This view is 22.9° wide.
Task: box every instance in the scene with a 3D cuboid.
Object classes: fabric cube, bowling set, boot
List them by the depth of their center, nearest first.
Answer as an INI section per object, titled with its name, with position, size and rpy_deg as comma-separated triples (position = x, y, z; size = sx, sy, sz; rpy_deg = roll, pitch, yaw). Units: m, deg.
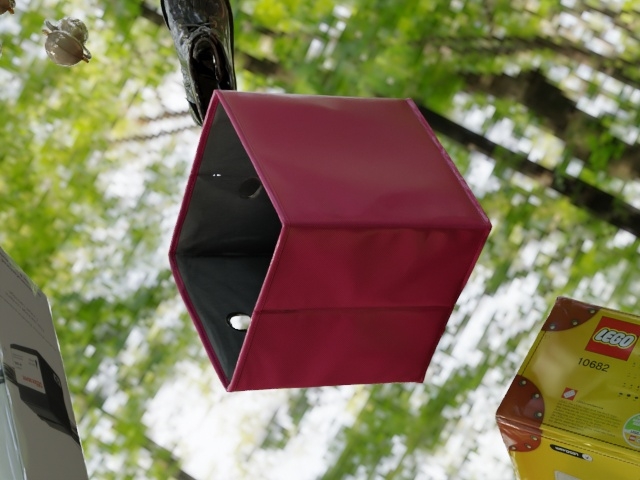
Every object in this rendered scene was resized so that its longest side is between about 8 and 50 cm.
[fabric cube]
position = 0.000, 0.000, 1.838
size = 0.258, 0.254, 0.259
rpy_deg = 0, -51, -27
[bowling set]
position = -0.431, -0.253, 1.899
size = 0.200, 0.287, 0.154
rpy_deg = -49, 15, 13
[boot]
position = -0.143, -0.245, 1.983
size = 0.229, 0.091, 0.263
rpy_deg = -145, 41, -85

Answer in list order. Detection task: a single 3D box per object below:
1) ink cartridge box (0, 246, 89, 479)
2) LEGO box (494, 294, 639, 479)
[ink cartridge box]
position = -0.318, 0.170, 1.278
size = 0.223, 0.307, 0.129
rpy_deg = -29, -44, 7
[LEGO box]
position = 0.489, 0.298, 1.812
size = 0.193, 0.500, 0.372
rpy_deg = -57, -36, -29
